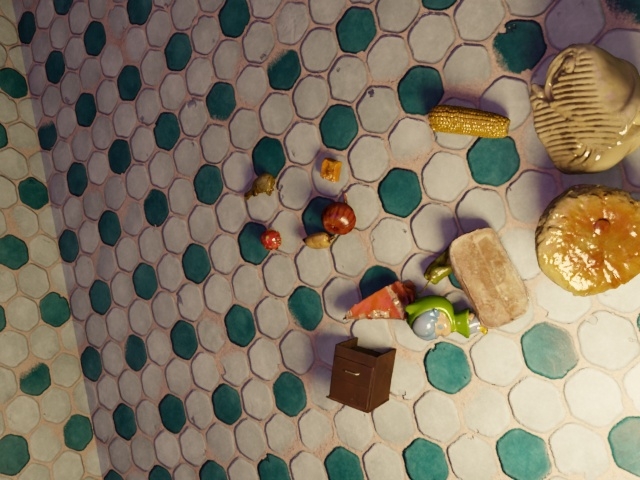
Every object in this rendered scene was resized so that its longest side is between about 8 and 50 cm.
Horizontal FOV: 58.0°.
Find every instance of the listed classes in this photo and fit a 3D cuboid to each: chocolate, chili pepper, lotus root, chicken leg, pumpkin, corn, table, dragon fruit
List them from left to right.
[{"bbox_3d":[-0.242,-0.202,2.289,0.178,0.070,0.093,-27,83,37],"label":"chicken leg"},{"bbox_3d":[-0.196,-0.007,2.254,0.116,0.081,0.086,41,120,56],"label":"dragon fruit"},{"bbox_3d":[0.000,0.000,2.135,0.152,0.072,0.063,-9,76,38],"label":"lotus root"},{"bbox_3d":[0.041,-0.261,2.116,0.074,0.054,0.083,29,122,39],"label":"pumpkin"},{"bbox_3d":[0.142,0.460,1.999,0.169,0.172,0.193,13,98,31],"label":"table"},{"bbox_3d":[0.389,0.095,1.900,0.204,0.073,0.072,-46,50,12],"label":"chili pepper"},{"bbox_3d":[0.467,-0.376,1.831,0.260,0.091,0.091,14,96,26],"label":"corn"},{"bbox_3d":[0.508,0.120,1.788,0.303,0.185,0.100,66,161,15],"label":"chocolate"}]

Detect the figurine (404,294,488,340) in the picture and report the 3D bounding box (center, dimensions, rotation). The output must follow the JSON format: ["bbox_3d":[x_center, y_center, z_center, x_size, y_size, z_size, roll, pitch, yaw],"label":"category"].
[{"bbox_3d":[0.403,0.255,1.853,0.264,0.162,0.143,4,61,16],"label":"figurine"}]

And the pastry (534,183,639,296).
[{"bbox_3d":[0.736,-0.009,1.567,0.330,0.136,0.329,1,102,6],"label":"pastry"}]

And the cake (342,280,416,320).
[{"bbox_3d":[0.206,0.242,1.999,0.287,0.098,0.135,-28,77,29],"label":"cake"}]

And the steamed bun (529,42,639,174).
[{"bbox_3d":[0.751,-0.359,1.575,0.324,0.220,0.309,66,157,18],"label":"steamed bun"}]

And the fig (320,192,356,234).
[{"bbox_3d":[0.060,-0.090,2.076,0.128,0.128,0.150,-44,43,25],"label":"fig"}]
